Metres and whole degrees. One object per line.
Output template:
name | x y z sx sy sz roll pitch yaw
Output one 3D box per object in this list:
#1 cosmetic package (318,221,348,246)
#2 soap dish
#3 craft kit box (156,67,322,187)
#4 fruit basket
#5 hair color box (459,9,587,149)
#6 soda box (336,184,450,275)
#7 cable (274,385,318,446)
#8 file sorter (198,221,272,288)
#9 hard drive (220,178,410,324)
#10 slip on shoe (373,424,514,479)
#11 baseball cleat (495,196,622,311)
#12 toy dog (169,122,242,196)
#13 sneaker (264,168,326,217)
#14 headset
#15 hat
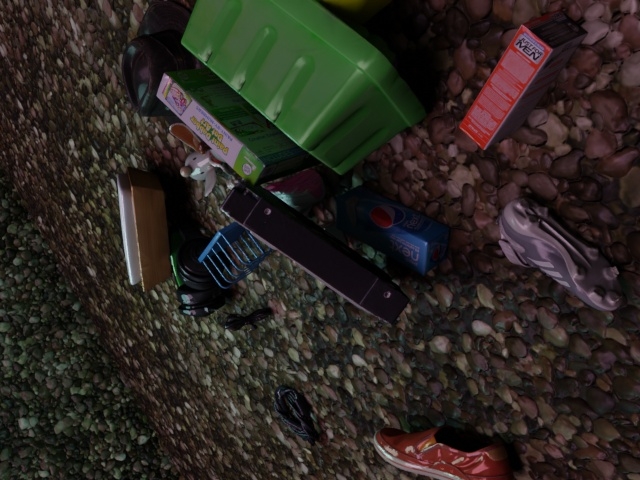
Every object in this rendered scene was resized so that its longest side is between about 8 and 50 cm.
cosmetic package | 0.000 0.000 1.326 0.115 0.041 0.060 -13 103 54
soap dish | -0.480 -0.039 1.735 0.229 0.118 0.291 -136 42 -63
craft kit box | -0.113 -0.215 1.118 0.247 0.249 0.061 46 127 14
fruit basket | 0.014 -0.342 0.950 0.391 0.283 0.393 -4 80 22
hair color box | 0.258 -0.205 0.822 0.053 0.093 0.167 48 142 17
soda box | 0.124 -0.023 1.136 0.210 0.067 0.071 29 134 35
cable | -0.071 0.488 1.751 0.150 0.047 0.185 -28 92 55
file sorter | -0.195 0.025 1.521 0.104 0.118 0.170 52 144 4
hard drive | -0.013 0.010 1.116 0.338 0.064 0.237 35 -176 -8
slip on shoe | 0.240 0.418 1.280 0.331 0.123 0.102 -2 90 51
baseball cleat | 0.341 0.027 0.921 0.206 0.072 0.109 53 158 18
toy dog | -0.237 -0.187 1.381 0.220 0.161 0.334 50 143 14
sneaker | -0.059 -0.069 1.313 0.252 0.103 0.111 -10 111 59
headset | -0.297 0.106 1.722 0.394 0.185 0.244 48 142 42
hat | -0.366 -0.365 1.442 0.331 0.134 0.332 29 134 35
